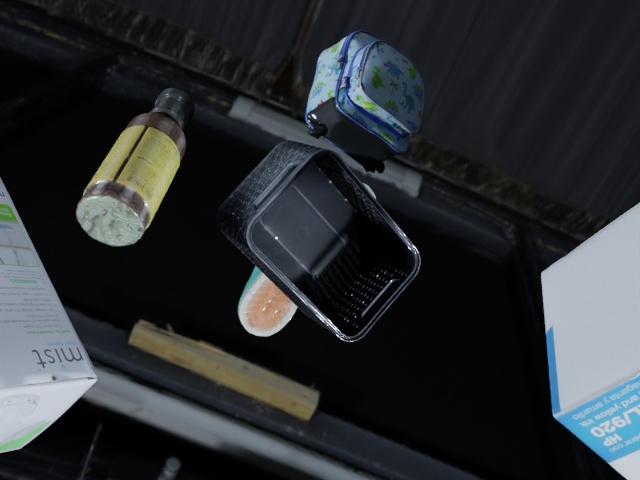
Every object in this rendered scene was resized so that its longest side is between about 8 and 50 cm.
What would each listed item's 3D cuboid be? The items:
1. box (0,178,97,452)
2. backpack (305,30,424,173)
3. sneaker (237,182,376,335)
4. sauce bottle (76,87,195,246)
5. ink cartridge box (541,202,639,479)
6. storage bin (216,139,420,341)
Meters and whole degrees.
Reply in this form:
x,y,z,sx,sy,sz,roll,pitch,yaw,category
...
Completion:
x,y,z,sx,sy,sz,roll,pitch,yaw,category
-0.340,0.053,0.557,0.231,0.127,0.262,57,-159,19,box
0.048,-0.144,0.709,0.105,0.084,0.114,28,-126,-33,backpack
-0.034,0.019,1.209,0.108,0.302,0.121,43,175,-16,sneaker
-0.285,-0.136,1.208,0.111,0.111,0.344,22,-138,-6,sauce bottle
0.296,0.094,0.504,0.232,0.168,0.171,40,-149,-12,ink cartridge box
0.000,0.000,0.742,0.180,0.122,0.084,47,169,-30,storage bin
